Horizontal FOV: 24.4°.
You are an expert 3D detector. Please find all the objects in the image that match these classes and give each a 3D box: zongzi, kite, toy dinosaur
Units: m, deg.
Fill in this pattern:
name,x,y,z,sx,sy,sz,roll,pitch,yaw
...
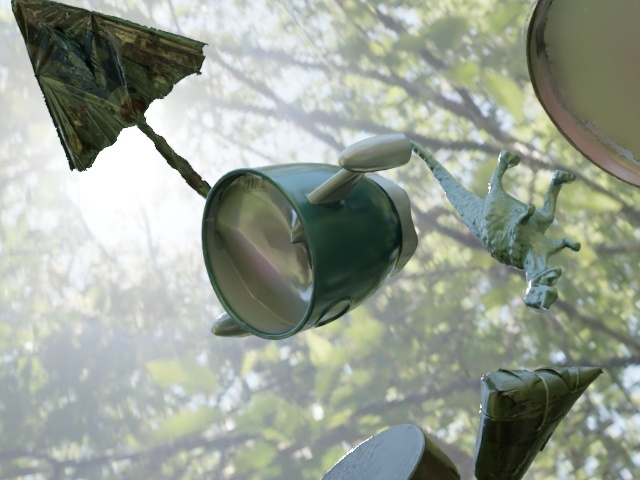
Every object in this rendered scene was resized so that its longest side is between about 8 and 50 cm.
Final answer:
name,x,y,z,sx,sy,sz,roll,pitch,yaw
zongzi,0.208,0.196,1.419,0.130,0.062,0.154,-4,-73,-27
kite,-0.199,-0.137,1.486,0.314,0.335,0.011,45,-124,-11
toy dinosaur,0.207,-0.058,1.643,0.076,0.383,0.129,37,-76,-31

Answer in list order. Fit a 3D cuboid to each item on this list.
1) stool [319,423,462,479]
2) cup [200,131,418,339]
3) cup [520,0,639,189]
name,x,y,z,sx,sy,sz,roll,pitch,yaw
stool,0.116,0.330,1.418,0.179,0.179,0.264,-41,-77,9
cup,0.000,0.000,1.438,0.173,0.167,0.300,-12,-29,-43
cup,0.280,-0.179,1.012,0.274,0.253,0.253,-50,-48,-34
